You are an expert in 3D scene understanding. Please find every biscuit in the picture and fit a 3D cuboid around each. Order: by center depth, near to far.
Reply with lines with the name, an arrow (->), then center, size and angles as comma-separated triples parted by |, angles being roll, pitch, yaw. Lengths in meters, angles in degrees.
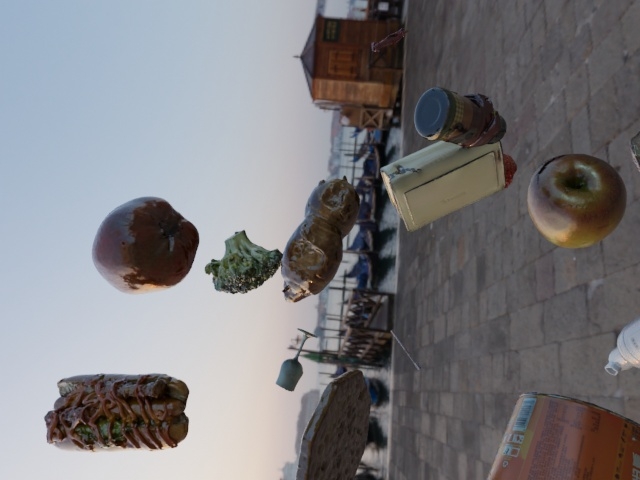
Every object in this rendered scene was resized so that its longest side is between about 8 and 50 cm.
biscuit -> 0.037, 0.486, 1.117 | 0.359, 0.046, 0.359 | -21, -66, -58

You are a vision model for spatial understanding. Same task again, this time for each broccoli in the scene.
broccoli -> -0.300, 0.076, 1.784 | 0.246, 0.288, 0.248 | 64, 166, 5

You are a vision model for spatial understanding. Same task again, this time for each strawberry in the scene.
strawberry -> 0.679, -0.277, 1.834 | 0.236, 0.175, 0.107 | -56, -10, -27

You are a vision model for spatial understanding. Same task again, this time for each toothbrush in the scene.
toothbrush -> 0.175, 0.224, 0.962 | 0.008, 0.097, 0.006 | -24, -16, -44

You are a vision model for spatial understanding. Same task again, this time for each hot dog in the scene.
hot dog -> -0.427, 0.353, 0.955 | 0.117, 0.348, 0.158 | 37, -130, -62

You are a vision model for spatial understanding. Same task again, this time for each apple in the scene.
apple -> 1.053, -0.159, 1.939 | 0.374, 0.374, 0.384 | 93, 174, -58

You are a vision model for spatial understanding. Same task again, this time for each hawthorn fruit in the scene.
hawthorn fruit -> -0.398, 0.029, 1.030 | 0.262, 0.210, 0.211 | -33, 37, 39

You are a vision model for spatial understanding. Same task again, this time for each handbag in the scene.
handbag -> 0.395, -0.214, 1.515 | 0.237, 0.358, 0.160 | 59, -172, -51

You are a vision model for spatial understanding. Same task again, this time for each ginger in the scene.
ginger -> -0.005, 0.009, 1.296 | 0.274, 0.152, 0.358 | 105, -172, -77

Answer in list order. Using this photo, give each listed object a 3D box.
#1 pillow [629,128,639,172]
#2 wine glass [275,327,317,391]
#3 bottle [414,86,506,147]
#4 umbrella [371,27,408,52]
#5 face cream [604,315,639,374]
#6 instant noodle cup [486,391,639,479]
pillow -> 0.950, -0.265, 1.363 | 0.232, 0.131, 0.038 | -38, 8, -39
wine glass -> -0.081, 0.395, 1.548 | 0.079, 0.079, 0.196 | 84, -151, -82
bottle -> 0.390, -0.318, 1.237 | 0.156, 0.271, 0.143 | 49, 128, 47
umbrella -> 0.187, -0.533, 1.238 | 0.165, 0.025, 0.027 | -40, -52, -32
face cream -> 0.947, 0.290, 1.341 | 0.370, 0.145, 0.145 | 92, -177, -59
instant noodle cup -> 0.431, 0.406, 0.795 | 0.296, 0.296, 0.214 | 92, -157, -66
